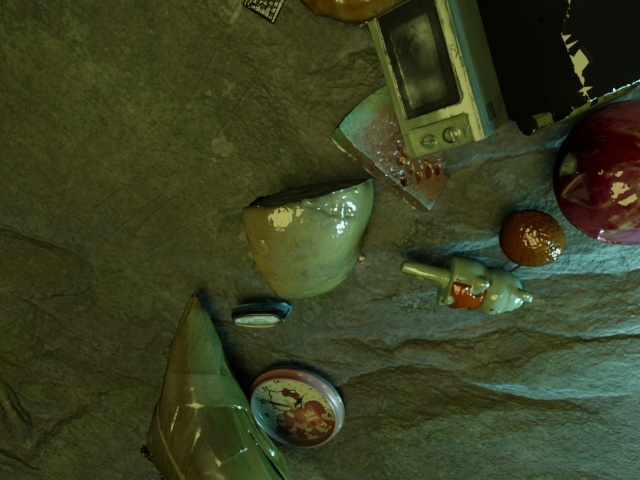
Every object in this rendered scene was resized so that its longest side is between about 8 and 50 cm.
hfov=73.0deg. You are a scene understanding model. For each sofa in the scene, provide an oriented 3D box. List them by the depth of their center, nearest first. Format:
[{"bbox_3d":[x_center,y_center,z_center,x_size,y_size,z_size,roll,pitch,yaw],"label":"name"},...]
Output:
[{"bbox_3d":[0.353,-0.306,0.614,0.200,0.182,0.258,-23,104,5],"label":"sofa"}]

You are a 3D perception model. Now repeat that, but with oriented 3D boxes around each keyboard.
[{"bbox_3d":[-0.061,-0.468,0.704,0.067,0.011,0.202,31,117,-3],"label":"keyboard"}]

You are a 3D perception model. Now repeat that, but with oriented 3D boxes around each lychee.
[{"bbox_3d":[0.369,-0.001,0.764,0.114,0.140,0.101,-7,75,36],"label":"lychee"}]

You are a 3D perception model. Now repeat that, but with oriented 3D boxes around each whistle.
[{"bbox_3d":[0.274,0.082,0.813,0.253,0.106,0.102,16,140,0],"label":"whistle"}]

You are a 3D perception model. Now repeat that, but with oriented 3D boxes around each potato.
[{"bbox_3d":[-0.002,0.024,0.807,0.211,0.189,0.264,-1,113,14],"label":"potato"}]

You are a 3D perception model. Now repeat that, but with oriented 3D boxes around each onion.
[{"bbox_3d":[0.443,-0.103,0.641,0.200,0.200,0.207,23,114,3],"label":"onion"}]

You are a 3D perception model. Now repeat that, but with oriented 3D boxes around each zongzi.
[{"bbox_3d":[-0.186,0.425,0.939,0.500,0.218,0.467,30,121,31],"label":"zongzi"}]

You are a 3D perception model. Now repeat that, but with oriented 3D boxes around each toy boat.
[{"bbox_3d":[-0.133,0.161,0.971,0.137,0.061,0.060,-5,121,7],"label":"toy boat"}]

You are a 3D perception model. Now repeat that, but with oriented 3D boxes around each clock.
[{"bbox_3d":[-0.061,0.412,1.068,0.244,0.056,0.244,6,116,13],"label":"clock"}]

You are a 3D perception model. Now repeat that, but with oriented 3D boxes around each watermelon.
[{"bbox_3d":[0.143,-0.149,0.762,0.154,0.094,0.241,-40,106,-4],"label":"watermelon"}]

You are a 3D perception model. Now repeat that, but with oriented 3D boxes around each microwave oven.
[{"bbox_3d":[0.173,-0.242,0.638,0.129,0.163,0.205,-11,105,38],"label":"microwave oven"}]

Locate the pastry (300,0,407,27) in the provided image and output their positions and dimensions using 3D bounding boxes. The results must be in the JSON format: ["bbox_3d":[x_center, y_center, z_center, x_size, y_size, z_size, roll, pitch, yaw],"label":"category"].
[{"bbox_3d":[0.048,-0.449,0.626,0.235,0.121,0.257,3,122,16],"label":"pastry"}]
